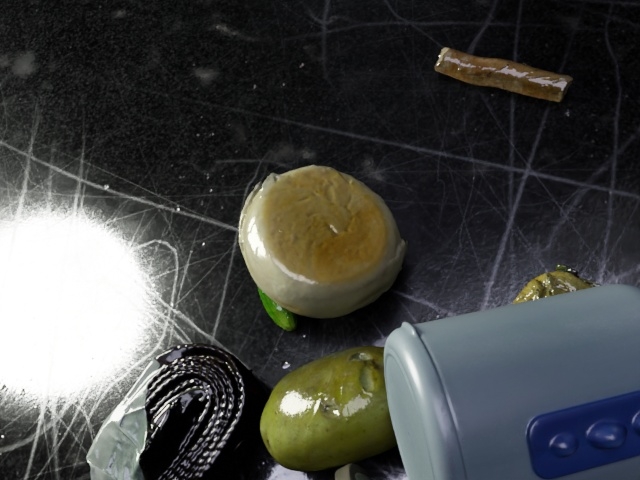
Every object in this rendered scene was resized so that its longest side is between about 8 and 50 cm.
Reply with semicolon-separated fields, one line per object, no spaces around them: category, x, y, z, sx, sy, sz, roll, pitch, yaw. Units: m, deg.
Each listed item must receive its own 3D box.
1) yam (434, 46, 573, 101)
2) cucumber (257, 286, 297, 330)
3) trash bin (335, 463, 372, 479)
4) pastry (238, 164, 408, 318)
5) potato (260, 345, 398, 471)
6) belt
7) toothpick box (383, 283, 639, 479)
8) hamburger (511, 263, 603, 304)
yam;0.312;-0.289;1.239;0.241;0.057;0.056;20;71;23
cucumber;-0.087;0.038;1.186;0.056;0.056;0.250;-19;62;5
trash bin;-0.006;0.438;0.881;0.250;0.219;0.219;-31;58;6
pastry;0.002;0.002;1.113;0.265;0.133;0.264;2;61;-4
potato;0.035;0.228;0.987;0.228;0.197;0.148;-22;78;39
belt;-0.213;0.286;1.038;0.184;0.164;0.289;32;79;21
toothpick box;0.269;0.179;0.784;0.355;0.263;0.263;-12;61;-6
hamburger;0.351;0.142;0.991;0.206;0.130;0.183;31;77;7
